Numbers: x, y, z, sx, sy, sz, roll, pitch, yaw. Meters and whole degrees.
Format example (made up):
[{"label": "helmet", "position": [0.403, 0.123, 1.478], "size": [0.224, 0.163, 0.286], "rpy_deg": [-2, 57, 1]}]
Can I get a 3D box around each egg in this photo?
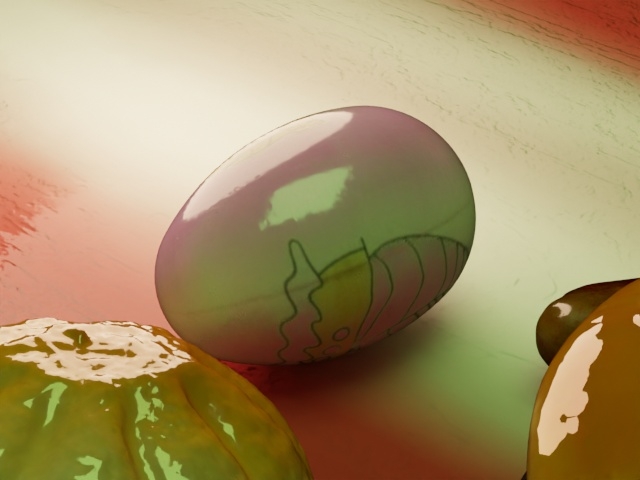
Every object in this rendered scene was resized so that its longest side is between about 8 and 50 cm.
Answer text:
[{"label": "egg", "position": [0.000, 0.000, 0.945], "size": [0.196, 0.196, 0.271], "rpy_deg": [30, 45, 31]}]

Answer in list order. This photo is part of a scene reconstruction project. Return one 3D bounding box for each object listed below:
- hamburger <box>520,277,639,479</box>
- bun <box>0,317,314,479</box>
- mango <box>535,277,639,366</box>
[{"label": "hamburger", "position": [0.293, 0.176, 0.659], "size": [0.396, 0.277, 0.395], "rpy_deg": [2, 38, -1]}, {"label": "bun", "position": [-0.149, 0.131, 0.720], "size": [0.299, 0.164, 0.299], "rpy_deg": [8, 12, -2]}, {"label": "mango", "position": [0.299, 0.084, 0.913], "size": [0.268, 0.111, 0.133], "rpy_deg": [-1, 22, -2]}]
